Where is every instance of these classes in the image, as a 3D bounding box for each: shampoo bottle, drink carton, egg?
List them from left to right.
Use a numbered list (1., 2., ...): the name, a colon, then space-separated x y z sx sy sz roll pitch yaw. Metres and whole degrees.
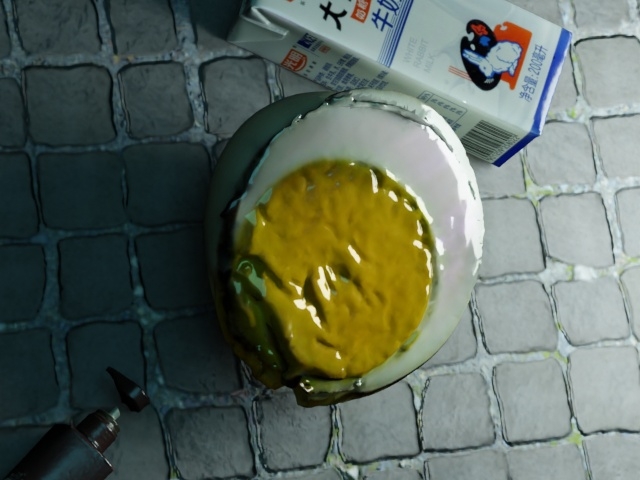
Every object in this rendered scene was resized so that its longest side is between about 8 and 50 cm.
1. shampoo bottle: -0.240 0.212 1.579 0.068 0.067 0.236 45 68 -1
2. egg: 0.004 -0.002 1.675 0.264 0.174 0.286 -16 105 -21
3. drink carton: 0.075 -0.199 1.782 0.315 0.106 0.130 23 67 -10
